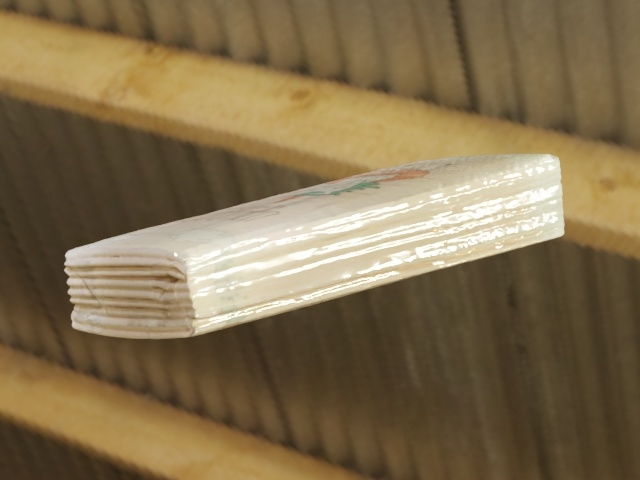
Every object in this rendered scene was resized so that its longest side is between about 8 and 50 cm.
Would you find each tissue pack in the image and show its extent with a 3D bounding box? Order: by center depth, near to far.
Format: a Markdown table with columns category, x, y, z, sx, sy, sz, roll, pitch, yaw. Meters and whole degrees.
| category | x | y | z | sx | sy | sz | roll | pitch | yaw |
| --- | --- | --- | --- | --- | --- | --- | --- | --- | --- |
| tissue pack | 0.000 | 0.000 | 1.141 | 0.170 | 0.325 | 0.071 | 3 | -76 | 55 |
